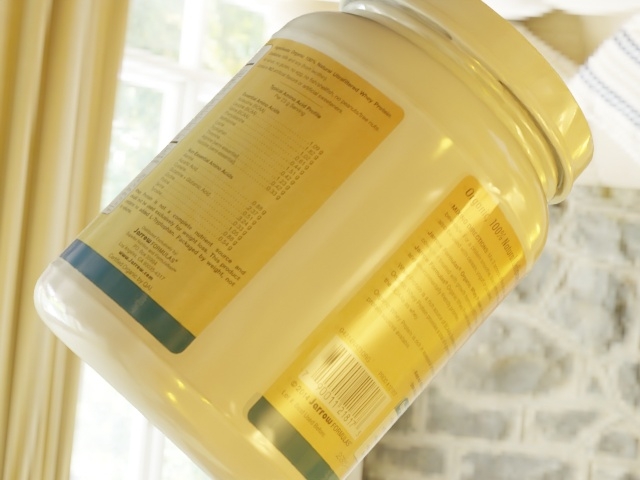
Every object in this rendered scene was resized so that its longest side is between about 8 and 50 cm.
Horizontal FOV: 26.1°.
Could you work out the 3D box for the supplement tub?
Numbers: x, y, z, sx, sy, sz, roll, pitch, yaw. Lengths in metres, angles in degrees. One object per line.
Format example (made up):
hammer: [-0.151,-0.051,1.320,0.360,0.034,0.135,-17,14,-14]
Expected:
supplement tub: [0.000,0.000,0.559,0.144,0.199,0.144,42,169,9]
